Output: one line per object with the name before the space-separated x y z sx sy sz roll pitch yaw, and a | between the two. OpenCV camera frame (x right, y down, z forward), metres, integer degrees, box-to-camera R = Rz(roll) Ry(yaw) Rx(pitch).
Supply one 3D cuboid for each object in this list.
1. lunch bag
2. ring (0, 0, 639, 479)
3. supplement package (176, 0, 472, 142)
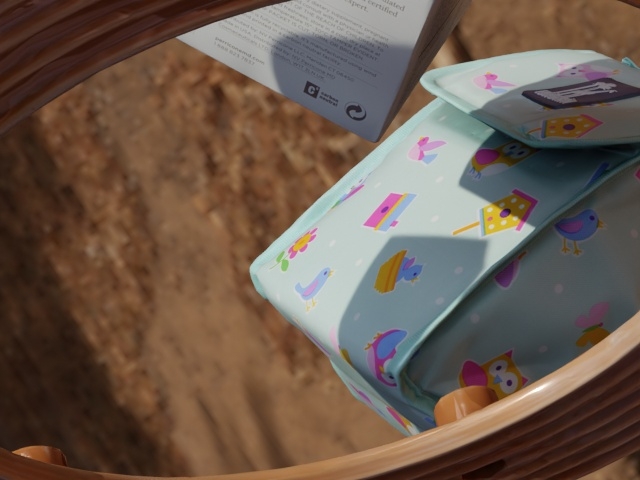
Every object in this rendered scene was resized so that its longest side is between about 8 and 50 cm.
lunch bag | 0.120 -0.004 1.072 0.160 0.262 0.223 49 174 -26
ring | 0.000 0.000 0.477 0.336 0.337 0.032 78 177 -57
supplement package | 0.014 -0.230 0.861 0.199 0.198 0.262 28 139 6
